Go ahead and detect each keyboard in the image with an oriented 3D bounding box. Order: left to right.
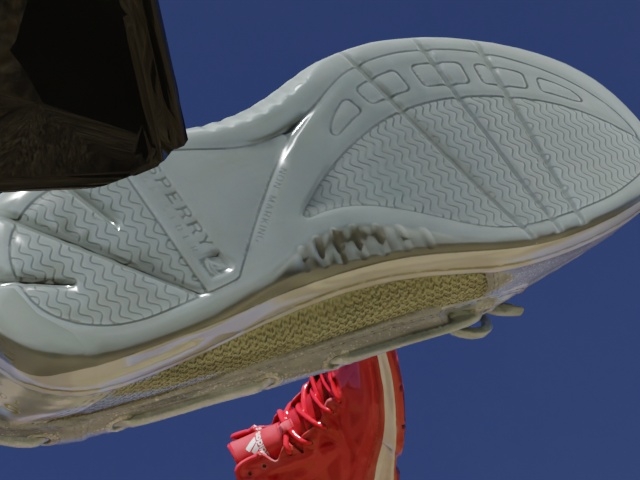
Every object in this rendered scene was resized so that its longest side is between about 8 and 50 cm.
[{"bbox_3d":[-0.162,-0.149,0.569,0.202,0.033,0.317,-2,-57,13],"label":"keyboard"}]

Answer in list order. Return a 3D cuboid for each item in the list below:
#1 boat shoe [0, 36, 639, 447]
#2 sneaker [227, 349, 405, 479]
[{"bbox_3d":[0.000,0.002,0.787,0.320,0.118,0.103,-20,-28,-29],"label":"boat shoe"},{"bbox_3d":[-0.006,0.134,1.388,0.128,0.087,0.221,-5,-55,-4],"label":"sneaker"}]
